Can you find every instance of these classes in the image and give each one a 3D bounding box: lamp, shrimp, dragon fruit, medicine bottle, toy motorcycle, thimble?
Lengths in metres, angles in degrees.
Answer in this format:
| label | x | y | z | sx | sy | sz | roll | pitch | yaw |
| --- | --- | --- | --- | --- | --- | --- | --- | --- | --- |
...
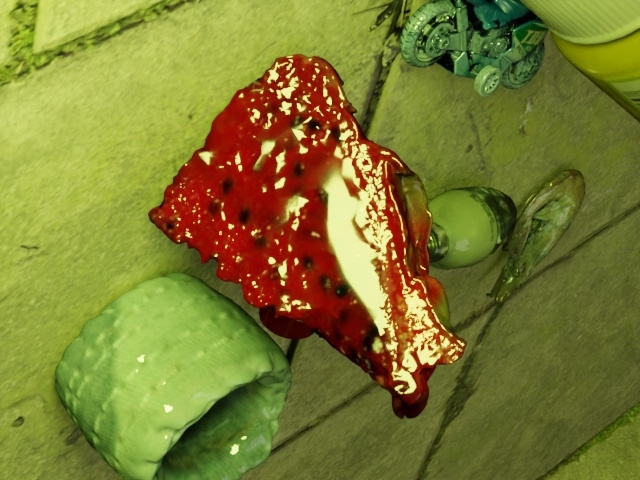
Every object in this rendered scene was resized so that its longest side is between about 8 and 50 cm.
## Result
| label | x | y | z | sx | sy | sz | roll | pitch | yaw |
| --- | --- | --- | --- | --- | --- | --- | --- | --- | --- |
| lamp | 0.178 | -0.018 | 2.264 | 0.250 | 0.101 | 0.101 | -24 | 150 | -58 |
| shrimp | 0.296 | -0.008 | 2.566 | 0.126 | 0.047 | 0.223 | 11 | 115 | -57 |
| dragon fruit | 0.047 | 0.007 | 1.787 | 0.228 | 0.329 | 0.286 | -53 | 157 | -1 |
| medicine bottle | 0.345 | -0.245 | 1.853 | 0.384 | 0.224 | 0.224 | 32 | 102 | -39 |
| toy motorcycle | 0.176 | -0.229 | 1.913 | 0.254 | 0.092 | 0.136 | 4 | 117 | -51 |
| thimble | -0.141 | 0.154 | 1.885 | 0.205 | 0.172 | 0.250 | -56 | 155 | 18 |

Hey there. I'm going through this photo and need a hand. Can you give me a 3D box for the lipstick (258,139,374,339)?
| label | x | y | z | sx | sy | sz | roll | pitch | yaw |
| --- | --- | --- | --- | --- | --- | --- | --- | --- | --- |
| lipstick | -0.001 | 0.000 | 2.010 | 0.073 | 0.073 | 0.280 | -27 | 152 | -39 |
